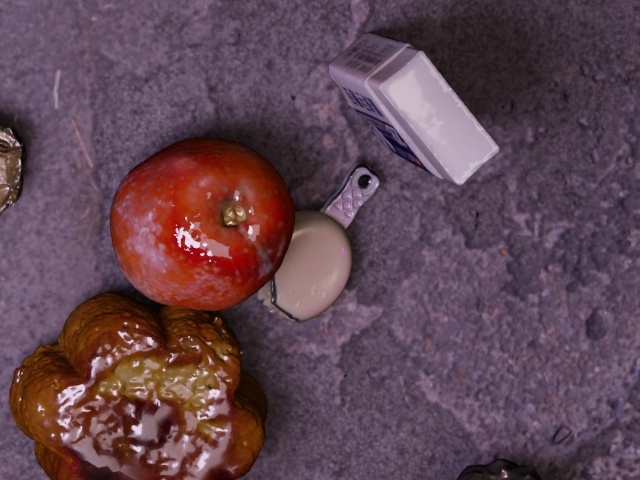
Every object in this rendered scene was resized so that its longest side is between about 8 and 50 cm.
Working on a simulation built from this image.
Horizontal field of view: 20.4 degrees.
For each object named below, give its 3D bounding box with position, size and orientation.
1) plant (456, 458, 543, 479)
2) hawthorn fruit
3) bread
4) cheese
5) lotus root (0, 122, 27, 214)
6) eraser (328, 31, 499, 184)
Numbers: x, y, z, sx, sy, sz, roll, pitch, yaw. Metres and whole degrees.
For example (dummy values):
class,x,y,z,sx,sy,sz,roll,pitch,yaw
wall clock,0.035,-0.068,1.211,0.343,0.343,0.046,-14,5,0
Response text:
class,x,y,z,sx,sy,sz,roll,pitch,yaw
plant,0.198,0.342,1.815,0.141,0.164,0.256,-13,118,-5
hawthorn fruit,-0.105,-0.014,1.674,0.173,0.173,0.173,-2,101,-11
bread,-0.169,0.160,1.715,0.246,0.135,0.232,32,90,-16
cheese,-0.006,-0.002,1.758,0.092,0.047,0.171,16,97,-25
lotus root,-0.347,-0.064,1.671,0.144,0.070,0.143,-3,96,-6
eraser,0.085,-0.125,1.670,0.068,0.210,0.124,-39,105,-3
